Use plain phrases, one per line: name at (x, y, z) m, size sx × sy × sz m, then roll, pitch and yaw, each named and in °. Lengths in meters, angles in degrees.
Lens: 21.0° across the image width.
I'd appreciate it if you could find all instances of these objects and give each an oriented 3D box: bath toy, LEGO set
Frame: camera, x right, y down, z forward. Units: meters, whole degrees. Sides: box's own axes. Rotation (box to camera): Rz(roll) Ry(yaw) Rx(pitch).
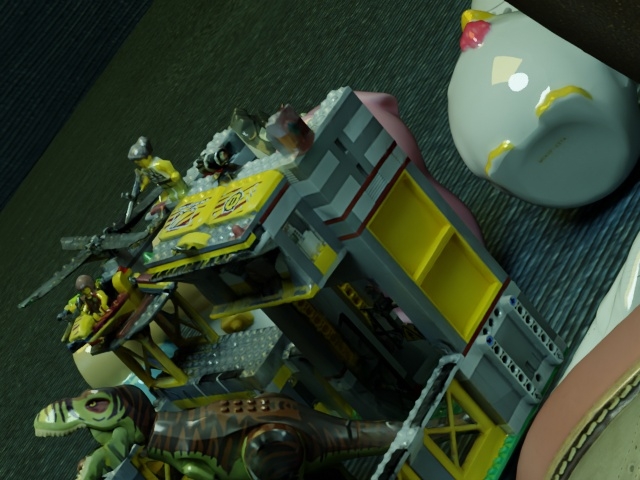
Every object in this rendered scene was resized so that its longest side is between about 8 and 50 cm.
bath toy at (0.017, -0.016, 0.971) m, size 0.348 × 0.151 × 0.129 m, roll -37°, pitch 38°, yaw 20°
LEGO set at (-0.068, 0.068, 0.770) m, size 0.255 × 0.192 × 0.331 m, roll -52°, pitch 23°, yaw -25°

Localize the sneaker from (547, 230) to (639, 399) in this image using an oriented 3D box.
sneaker at (0.135, 0.049, 0.713) m, size 0.212 × 0.080 × 0.094 m, roll -54°, pitch 3°, yaw -11°

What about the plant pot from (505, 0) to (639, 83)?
plant pot at (0.188, -0.121, 0.647) m, size 0.215 × 0.230 × 0.215 m, roll -45°, pitch 18°, yaw 19°

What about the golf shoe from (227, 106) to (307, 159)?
golf shoe at (0.000, 0.000, 1.172) m, size 0.273 × 0.105 × 0.120 m, roll -126°, pitch 44°, yaw -65°

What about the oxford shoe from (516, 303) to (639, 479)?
oxford shoe at (0.203, 0.015, 0.540) m, size 0.348 × 0.123 × 0.130 m, roll -55°, pitch 19°, yaw 20°

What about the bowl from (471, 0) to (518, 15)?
bowl at (0.153, -0.177, 1.138) m, size 0.170 × 0.080 × 0.170 m, roll -44°, pitch 18°, yaw 18°
